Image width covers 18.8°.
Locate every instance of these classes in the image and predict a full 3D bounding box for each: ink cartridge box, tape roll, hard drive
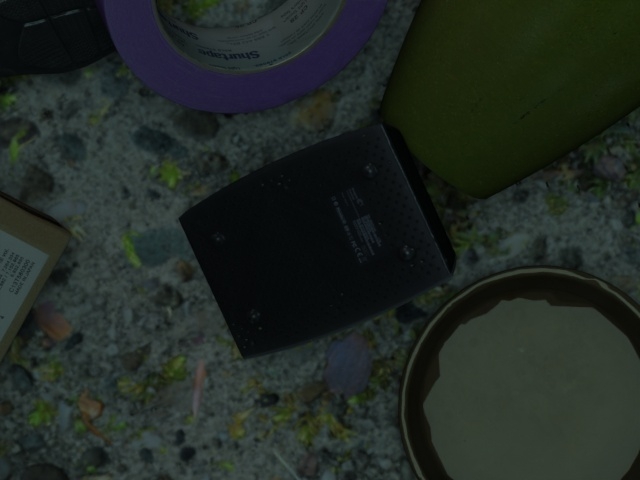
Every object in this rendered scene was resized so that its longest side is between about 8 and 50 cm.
[{"bbox_3d":[-0.378,0.045,1.819,0.193,0.088,0.235,28,91,-26],"label":"ink cartridge box"},{"bbox_3d":[-0.074,-0.256,1.777,0.274,0.090,0.275,-10,128,-14],"label":"tape roll"},{"bbox_3d":[0.000,0.000,1.820,0.254,0.054,0.172,-24,92,34],"label":"hard drive"}]

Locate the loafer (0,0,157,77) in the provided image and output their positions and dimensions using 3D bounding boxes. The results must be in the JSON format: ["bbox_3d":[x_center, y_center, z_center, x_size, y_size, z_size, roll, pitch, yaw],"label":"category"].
[{"bbox_3d":[-0.308,-0.205,1.843,0.302,0.095,0.109,-22,126,-4],"label":"loafer"}]

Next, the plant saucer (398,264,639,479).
[{"bbox_3d":[0.214,0.162,1.895,0.277,0.041,0.278,0,92,-1],"label":"plant saucer"}]

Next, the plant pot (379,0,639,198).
[{"bbox_3d":[0.197,-0.190,1.792,0.275,0.275,0.293,40,106,-2],"label":"plant pot"}]
